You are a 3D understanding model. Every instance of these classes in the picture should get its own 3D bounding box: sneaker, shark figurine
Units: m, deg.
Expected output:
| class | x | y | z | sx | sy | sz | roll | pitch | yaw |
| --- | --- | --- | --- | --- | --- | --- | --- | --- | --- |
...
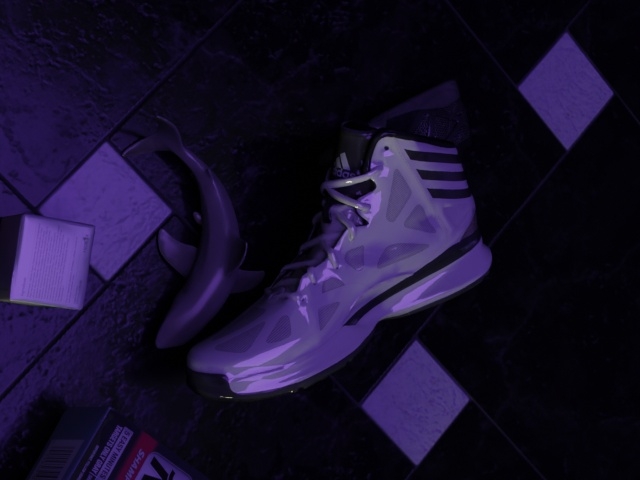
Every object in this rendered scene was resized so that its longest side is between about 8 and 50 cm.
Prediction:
| class | x | y | z | sx | sy | sz | roll | pitch | yaw |
| --- | --- | --- | --- | --- | --- | --- | --- | --- | --- |
| sneaker | 0.109 | -0.114 | 1.819 | 0.228 | 0.087 | 0.130 | -26 | 94 | -30 |
| sneaker | 0.000 | 0.000 | 1.690 | 0.447 | 0.169 | 0.257 | -28 | 115 | -28 |
| shark figurine | -0.129 | -0.017 | 1.685 | 0.166 | 0.116 | 0.278 | -9 | 95 | -28 |

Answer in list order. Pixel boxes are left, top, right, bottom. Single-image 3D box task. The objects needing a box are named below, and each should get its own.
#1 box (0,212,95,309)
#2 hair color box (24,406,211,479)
| class | x | y | z | sx | sy | sz | roll | pitch | yaw |
| --- | --- | --- | --- | --- | --- | --- | --- | --- | --- |
| box | -0.318 | 0.025 | 1.592 | 0.087 | 0.101 | 0.102 | 11 | 84 | -26 |
| hair color box | -0.175 | 0.370 | 1.619 | 0.374 | 0.114 | 0.185 | 42 | 61 | -26 |
